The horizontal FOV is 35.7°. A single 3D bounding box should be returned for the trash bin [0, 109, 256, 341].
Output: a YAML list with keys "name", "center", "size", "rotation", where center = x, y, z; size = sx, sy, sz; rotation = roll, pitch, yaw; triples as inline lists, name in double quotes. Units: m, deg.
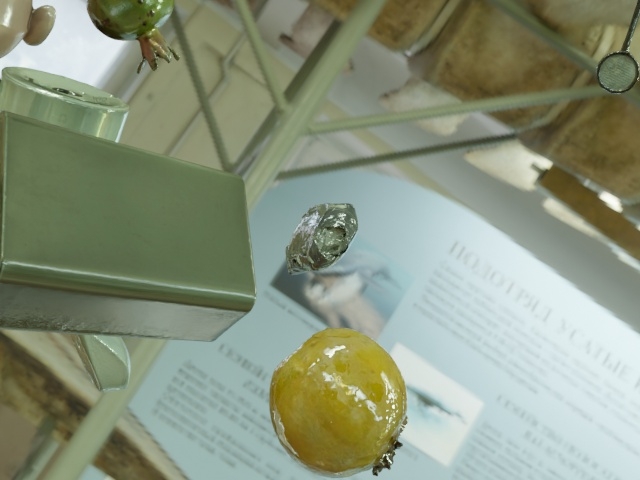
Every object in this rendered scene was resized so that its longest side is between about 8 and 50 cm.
- name: "trash bin"
  center: [-0.191, 0.001, 0.910]
  size: [0.240, 0.164, 0.122]
  rotation: [12, -34, -31]

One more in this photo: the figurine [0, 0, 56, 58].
- name: "figurine"
  center: [-0.294, -0.204, 0.810]
  size: [0.138, 0.125, 0.125]
  rotation: [15, 5, -46]

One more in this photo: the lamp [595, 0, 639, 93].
- name: "lamp"
  center: [0.511, -0.421, 1.586]
  size: [0.130, 0.372, 0.108]
  rotation: [4, 10, 2]

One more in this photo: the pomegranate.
- name: "pomegranate"
  center: [-0.258, -0.323, 1.411]
  size: [0.129, 0.129, 0.159]
  rotation: [19, -36, 49]

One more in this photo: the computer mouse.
- name: "computer mouse"
  center: [-0.387, 0.171, 1.720]
  size: [0.128, 0.079, 0.231]
  rotation: [43, -24, 37]

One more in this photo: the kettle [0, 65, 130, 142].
- name: "kettle"
  center: [-0.471, -0.102, 1.591]
  size: [0.205, 0.318, 0.265]
  rotation: [32, 19, 37]

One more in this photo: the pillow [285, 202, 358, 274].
- name: "pillow"
  center: [0.000, 0.000, 2.117]
  size: [0.092, 0.162, 0.335]
  rotation: [27, -10, -13]

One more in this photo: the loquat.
- name: "loquat"
  center: [0.035, 0.260, 1.566]
  size: [0.243, 0.244, 0.244]
  rotation: [32, -13, 8]
